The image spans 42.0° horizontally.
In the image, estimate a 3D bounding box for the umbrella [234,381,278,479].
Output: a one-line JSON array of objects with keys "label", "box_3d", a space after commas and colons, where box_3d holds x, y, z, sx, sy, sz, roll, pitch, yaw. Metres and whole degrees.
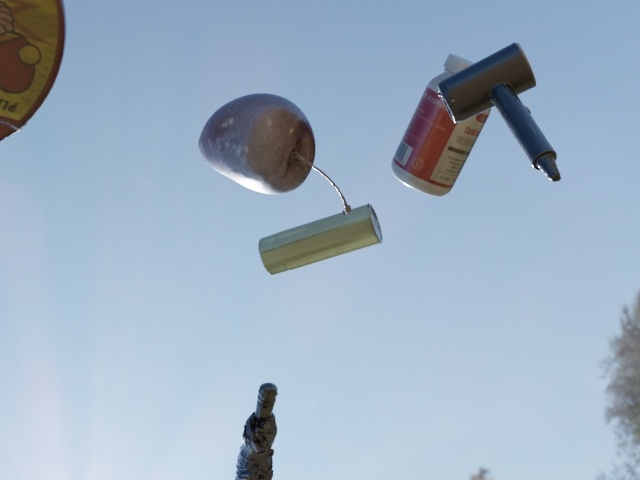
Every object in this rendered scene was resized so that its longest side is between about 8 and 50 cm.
[{"label": "umbrella", "box_3d": [-0.092, 0.313, 1.324, 0.071, 0.071, 0.248, -12, -49, -36]}]

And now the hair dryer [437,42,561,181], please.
[{"label": "hair dryer", "box_3d": [0.248, -0.158, 1.116, 0.128, 0.255, 0.070, -24, -46, 10]}]

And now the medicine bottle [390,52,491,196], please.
[{"label": "medicine bottle", "box_3d": [0.236, -0.215, 1.574, 0.131, 0.131, 0.250, 7, -64, -43]}]

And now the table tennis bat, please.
[{"label": "table tennis bat", "box_3d": [-0.448, -0.197, 0.970, 0.268, 0.051, 0.415, 15, -72, -17]}]

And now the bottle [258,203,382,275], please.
[{"label": "bottle", "box_3d": [0.000, 0.000, 1.412, 0.201, 0.072, 0.072, -17, -48, 13]}]

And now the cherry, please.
[{"label": "cherry", "box_3d": [-0.064, -0.098, 1.007, 0.148, 0.115, 0.188, -17, -29, 11]}]
